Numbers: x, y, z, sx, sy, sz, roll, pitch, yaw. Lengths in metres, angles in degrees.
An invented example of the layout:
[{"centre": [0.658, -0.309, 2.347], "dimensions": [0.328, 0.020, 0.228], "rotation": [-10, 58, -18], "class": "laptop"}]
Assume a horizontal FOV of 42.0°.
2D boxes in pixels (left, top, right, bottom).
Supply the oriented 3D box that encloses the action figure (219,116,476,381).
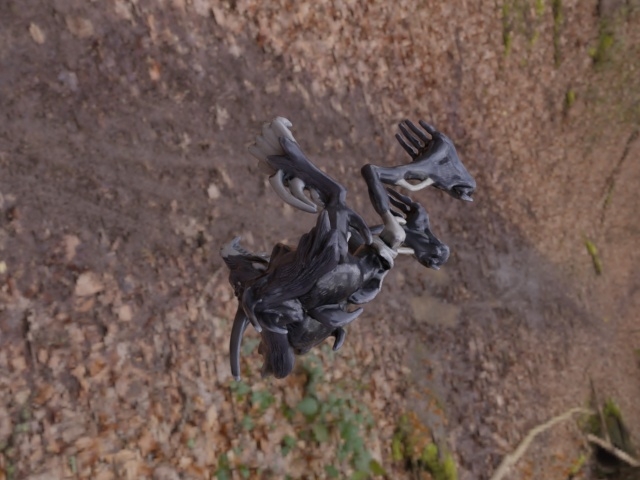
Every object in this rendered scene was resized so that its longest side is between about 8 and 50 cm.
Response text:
[{"centre": [0.000, 0.000, 0.636], "dimensions": [0.276, 0.141, 0.164], "rotation": [-29, 144, -47], "class": "action figure"}]
